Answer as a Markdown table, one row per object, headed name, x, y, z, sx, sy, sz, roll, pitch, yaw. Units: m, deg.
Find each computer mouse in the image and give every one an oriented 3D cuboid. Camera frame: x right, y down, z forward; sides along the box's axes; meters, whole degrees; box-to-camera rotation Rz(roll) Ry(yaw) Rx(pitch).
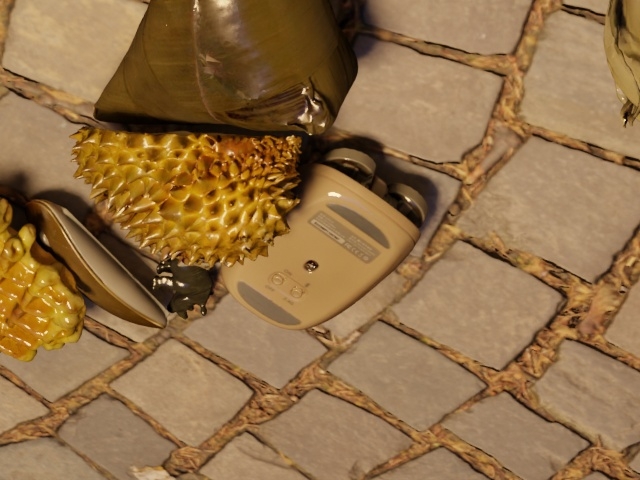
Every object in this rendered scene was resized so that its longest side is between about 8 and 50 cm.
| name | x | y | z | sx | sy | sz | roll | pitch | yaw |
| --- | --- | --- | --- | --- | --- | --- | --- | --- | --- |
| computer mouse | 0.000 | 0.000 | 1.741 | 0.145 | 0.082 | 0.236 | 34 | 131 | -14 |
| computer mouse | -0.244 | 0.033 | 1.854 | 0.199 | 0.045 | 0.102 | 47 | 160 | -26 |

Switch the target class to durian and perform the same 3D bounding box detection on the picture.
| name | x | y | z | sx | sy | sz | roll | pitch | yaw |
| --- | --- | --- | --- | --- | --- | --- | --- | --- | --- |
| durian | -0.138 | -0.044 | 1.658 | 0.250 | 0.183 | 0.138 | 12 | 105 | 47 |

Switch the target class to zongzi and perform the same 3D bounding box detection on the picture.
| name | x | y | z | sx | sy | sz | roll | pitch | yaw |
| --- | --- | --- | --- | --- | --- | --- | --- | --- | --- |
| zongzi | -0.136 | -0.218 | 1.548 | 0.300 | 0.145 | 0.274 | 0 | 128 | 31 |

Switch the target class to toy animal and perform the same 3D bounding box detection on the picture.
| name | x | y | z | sx | sy | sz | roll | pitch | yaw |
| --- | --- | --- | --- | --- | --- | --- | --- | --- | --- |
| toy animal | -0.146 | 0.038 | 1.849 | 0.065 | 0.047 | 0.135 | 6 | 131 | 7 |

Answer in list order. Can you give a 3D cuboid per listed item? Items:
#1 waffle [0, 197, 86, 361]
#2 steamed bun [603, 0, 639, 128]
| name | x | y | z | sx | sy | sz | roll | pitch | yaw |
| --- | --- | --- | --- | --- | --- | --- | --- | --- | --- |
| waffle | -0.382 | 0.031 | 1.871 | 0.309 | 0.065 | 0.283 | 6 | 142 | 28 |
| steamed bun | 0.369 | -0.182 | 1.384 | 0.280 | 0.207 | 0.268 | 7 | 141 | -27 |
